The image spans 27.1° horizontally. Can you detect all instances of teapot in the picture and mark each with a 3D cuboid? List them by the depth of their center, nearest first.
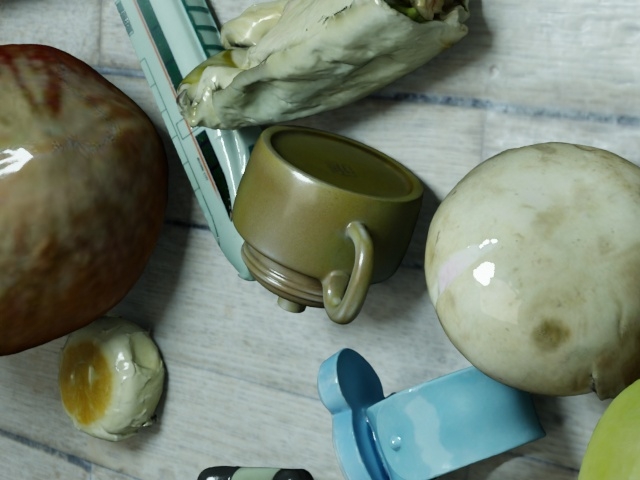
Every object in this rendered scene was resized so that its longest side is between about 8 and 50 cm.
[{"bbox_3d":[0.000,0.000,1.362,0.268,0.185,0.175,-119,42,-60],"label":"teapot"}]

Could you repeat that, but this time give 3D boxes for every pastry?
[{"bbox_3d":[-0.265,0.169,1.658,0.165,0.088,0.166,0,90,39],"label":"pastry"}]

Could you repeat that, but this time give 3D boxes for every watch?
[{"bbox_3d":[0.120,0.183,1.308,0.193,0.211,0.211,-24,78,22],"label":"watch"}]

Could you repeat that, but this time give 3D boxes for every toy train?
[{"bbox_3d":[-0.126,-0.151,1.526,0.088,0.086,0.407,-31,75,30],"label":"toy train"}]

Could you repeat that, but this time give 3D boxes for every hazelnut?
[{"bbox_3d":[-0.372,-0.055,1.514,0.359,0.409,0.359,23,123,41],"label":"hazelnut"}]

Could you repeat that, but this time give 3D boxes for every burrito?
[{"bbox_3d":[-0.002,-0.203,1.373,0.332,0.135,0.190,-23,35,41],"label":"burrito"}]

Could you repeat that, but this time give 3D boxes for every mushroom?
[{"bbox_3d":[0.212,0.030,1.197,0.255,0.255,0.184,59,159,19],"label":"mushroom"}]

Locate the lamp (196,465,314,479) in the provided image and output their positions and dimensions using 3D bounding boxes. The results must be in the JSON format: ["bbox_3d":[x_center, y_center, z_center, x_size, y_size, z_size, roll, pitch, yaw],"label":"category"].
[{"bbox_3d":[-0.060,0.371,1.458,0.197,0.197,0.244,-7,81,39],"label":"lamp"}]

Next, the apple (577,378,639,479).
[{"bbox_3d":[0.336,0.225,1.060,0.292,0.292,0.254,-19,75,38],"label":"apple"}]
